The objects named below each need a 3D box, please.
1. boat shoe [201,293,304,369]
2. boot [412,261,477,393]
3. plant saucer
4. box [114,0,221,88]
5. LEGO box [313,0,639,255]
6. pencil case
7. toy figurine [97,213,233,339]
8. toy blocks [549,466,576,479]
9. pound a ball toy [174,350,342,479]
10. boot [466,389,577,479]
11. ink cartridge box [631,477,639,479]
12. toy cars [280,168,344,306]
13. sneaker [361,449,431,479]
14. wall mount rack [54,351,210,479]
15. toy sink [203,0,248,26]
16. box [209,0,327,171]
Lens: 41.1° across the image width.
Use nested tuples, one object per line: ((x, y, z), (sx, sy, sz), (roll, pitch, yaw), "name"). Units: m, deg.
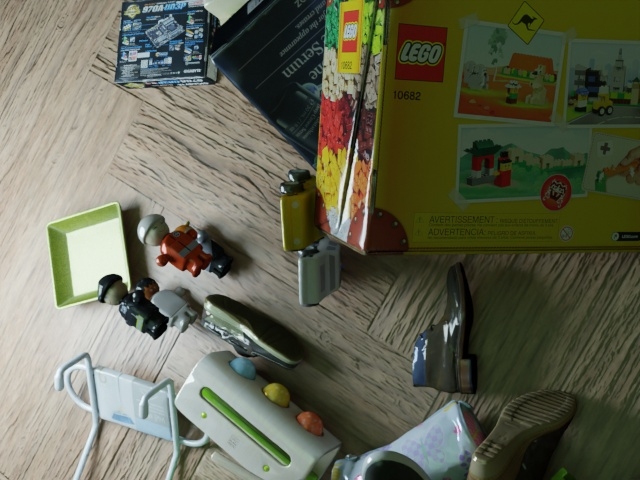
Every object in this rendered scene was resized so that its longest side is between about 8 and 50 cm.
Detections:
((-0.128, 0.178, 1.573), (0.223, 0.080, 0.073), (31, 115, 22), "boat shoe")
((0.201, 0.148, 1.431), (0.106, 0.082, 0.219), (-5, 83, 19), "boot")
((-0.464, 0.033, 1.745), (0.188, 0.045, 0.188), (-15, 77, 20), "plant saucer")
((-0.310, -0.402, 1.736), (0.220, 0.051, 0.175), (1, 83, 23), "box")
((0.262, -0.180, 1.191), (0.500, 0.193, 0.373), (0, 101, -20), "LEGO box")
((0.149, 0.371, 1.406), (0.273, 0.113, 0.124), (-31, 47, 17), "pencil case")
((-0.285, 0.062, 1.576), (0.148, 0.209, 0.213), (35, 97, 11), "toy figurine")
((0.315, 0.554, 1.189), (0.381, 0.191, 0.261), (-47, 48, -1), "toy blocks")
((-0.097, 0.321, 1.456), (0.319, 0.208, 0.136), (35, 99, 19), "pound a ball toy")
((0.314, 0.366, 1.339), (0.090, 0.248, 0.207), (20, 127, 45), "boot")
((0.502, 0.451, 1.244), (0.067, 0.115, 0.198), (-12, 78, 20), "ink cartridge box")
((0.000, 0.000, 1.382), (0.087, 0.394, 0.176), (0, 64, 6), "toy cars")
((0.138, 0.461, 1.299), (0.104, 0.147, 0.296), (-16, 117, 9), "sneaker")
((-0.381, 0.379, 1.625), (0.350, 0.130, 0.304), (12, 116, 25), "wall mount rack")
((-0.085, -0.356, 1.536), (0.152, 0.234, 0.131), (-14, 77, 20), "toy sink")
((0.064, -0.265, 1.367), (0.293, 0.212, 0.395), (-40, 112, 13), "box")
